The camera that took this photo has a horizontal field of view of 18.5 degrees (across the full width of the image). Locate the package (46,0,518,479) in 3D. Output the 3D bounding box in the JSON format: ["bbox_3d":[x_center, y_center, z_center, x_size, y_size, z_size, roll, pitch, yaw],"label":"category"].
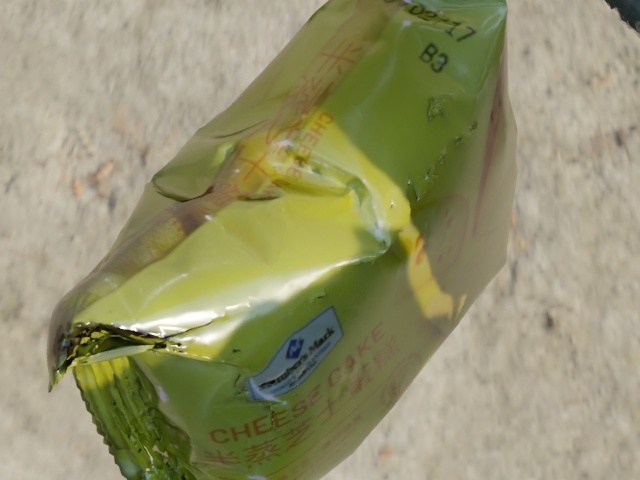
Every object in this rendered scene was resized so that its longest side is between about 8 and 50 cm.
[{"bbox_3d":[0.000,0.000,0.654,0.090,0.226,0.168,29,155,23],"label":"package"}]

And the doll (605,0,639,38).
[{"bbox_3d":[0.187,-0.105,0.495,0.340,0.158,0.246,43,136,-6],"label":"doll"}]
